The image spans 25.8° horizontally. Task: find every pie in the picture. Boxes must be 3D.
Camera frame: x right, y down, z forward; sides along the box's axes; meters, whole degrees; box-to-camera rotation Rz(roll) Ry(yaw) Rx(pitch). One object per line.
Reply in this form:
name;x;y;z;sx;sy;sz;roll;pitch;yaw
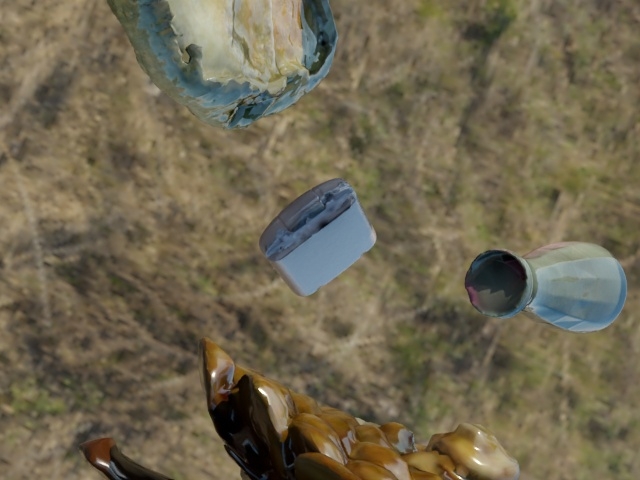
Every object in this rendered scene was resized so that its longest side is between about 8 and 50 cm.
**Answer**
pie;-0.078;-0.236;0.944;0.337;0.075;0.337;35;50;-56

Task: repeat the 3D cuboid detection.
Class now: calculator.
calculator;0.000;0.000;1.276;0.100;0.032;0.175;-37;160;-2

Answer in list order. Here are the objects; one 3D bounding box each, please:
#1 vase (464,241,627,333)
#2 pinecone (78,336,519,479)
vase;0.193;0.040;1.212;0.214;0.086;0.086;5;107;-60
pinecone;-0.020;0.173;0.503;0.264;0.264;0.264;-51;154;-36
